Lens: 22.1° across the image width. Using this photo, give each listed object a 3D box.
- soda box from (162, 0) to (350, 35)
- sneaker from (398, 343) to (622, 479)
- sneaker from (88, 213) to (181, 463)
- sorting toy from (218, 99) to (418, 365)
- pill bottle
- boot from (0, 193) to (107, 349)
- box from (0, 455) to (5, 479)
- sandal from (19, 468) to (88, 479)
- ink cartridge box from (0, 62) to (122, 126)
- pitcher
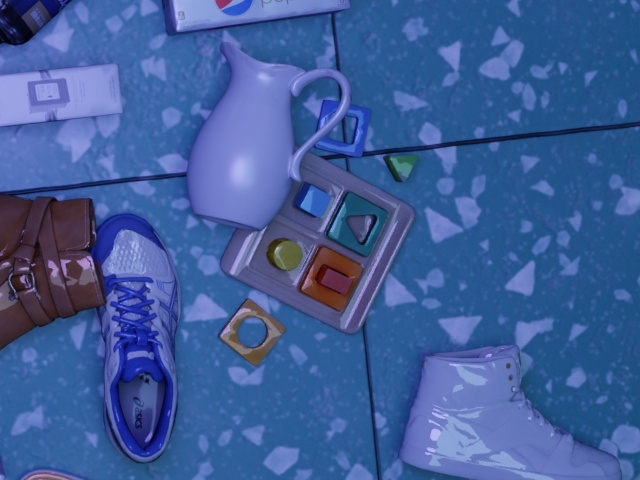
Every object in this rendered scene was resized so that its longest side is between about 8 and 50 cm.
[{"bbox_3d":[-0.079,-0.294,1.964,0.216,0.074,0.069,-10,96,-13],"label":"soda box"},{"bbox_3d":[0.256,0.219,2.059,0.292,0.108,0.169,11,94,-13],"label":"sneaker"},{"bbox_3d":[-0.208,0.116,1.928,0.111,0.131,0.297,-7,94,-11],"label":"sneaker"},{"bbox_3d":[0.000,0.000,2.014,0.196,0.047,0.348,27,87,-14],"label":"sorting toy"},{"bbox_3d":[-0.344,-0.302,1.875,0.219,0.123,0.123,-45,102,-7],"label":"pill bottle"},{"bbox_3d":[-0.354,0.086,1.893,0.220,0.109,0.284,-5,81,-1],"label":"boot"},{"bbox_3d":[-0.457,0.273,1.875,0.170,0.130,0.091,20,89,-13],"label":"box"},{"bbox_3d":[-0.241,0.351,1.960,0.265,0.076,0.102,20,88,-14],"label":"sandal"},{"bbox_3d":[-0.326,-0.166,1.896,0.180,0.104,0.060,-7,96,-13],"label":"ink cartridge box"},{"bbox_3d":[-0.062,-0.116,1.938,0.177,0.125,0.207,12,85,24],"label":"pitcher"}]
